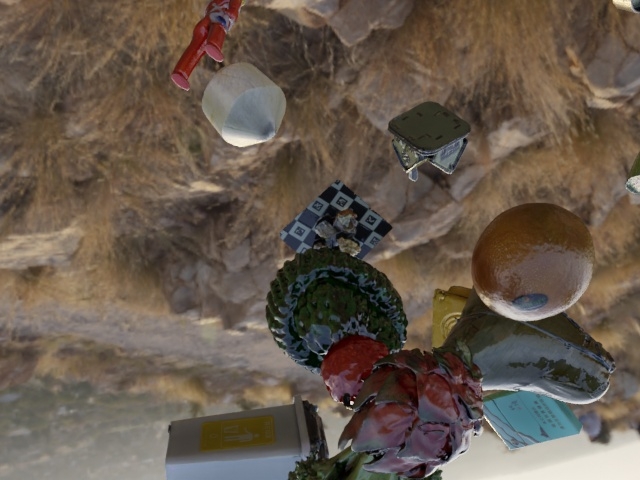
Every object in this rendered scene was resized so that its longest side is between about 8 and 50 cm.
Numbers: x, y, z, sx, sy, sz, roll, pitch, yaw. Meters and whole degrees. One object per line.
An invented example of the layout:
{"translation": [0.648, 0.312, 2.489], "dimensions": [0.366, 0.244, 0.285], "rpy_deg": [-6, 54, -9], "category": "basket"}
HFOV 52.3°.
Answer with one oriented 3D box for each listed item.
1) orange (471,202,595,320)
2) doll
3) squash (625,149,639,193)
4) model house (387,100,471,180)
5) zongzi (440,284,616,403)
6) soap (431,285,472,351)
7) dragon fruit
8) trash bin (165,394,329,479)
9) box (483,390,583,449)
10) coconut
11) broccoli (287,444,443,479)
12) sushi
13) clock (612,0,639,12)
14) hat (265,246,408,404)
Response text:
{"translation": [0.346, 0.038, 1.076], "dimensions": [0.206, 0.206, 0.206], "rpy_deg": [-12, 157, -5], "category": "orange"}
{"translation": [-0.252, -0.527, 1.574], "dimensions": [0.188, 0.384, 0.099], "rpy_deg": [-25, 132, 38], "category": "doll"}
{"translation": [0.470, -0.128, 0.868], "dimensions": [0.105, 0.132, 0.105], "rpy_deg": [13, 171, 2], "category": "squash"}
{"translation": [0.357, -0.270, 2.124], "dimensions": [0.205, 0.218, 0.278], "rpy_deg": [-30, 139, -16], "category": "model house"}
{"translation": [0.414, 0.283, 1.370], "dimensions": [0.393, 0.356, 0.174], "rpy_deg": [-49, 178, -32], "category": "zongzi"}
{"translation": [0.419, 0.238, 1.682], "dimensions": [0.096, 0.204, 0.324], "rpy_deg": [-7, -170, -30], "category": "soap"}
{"translation": [0.131, 0.232, 0.894], "dimensions": [0.182, 0.182, 0.189], "rpy_deg": [3, 154, -35], "category": "dragon fruit"}
{"translation": [-0.172, 0.548, 1.533], "dimensions": [0.368, 0.256, 0.296], "rpy_deg": [-1, 110, -8], "category": "trash bin"}
{"translation": [0.543, 0.460, 1.716], "dimensions": [0.041, 0.162, 0.229], "rpy_deg": [-38, -178, -43], "category": "box"}
{"translation": [-0.196, -0.350, 1.727], "dimensions": [0.202, 0.222, 0.202], "rpy_deg": [-34, 154, -19], "category": "coconut"}
{"translation": [0.086, 0.422, 1.074], "dimensions": [0.260, 0.235, 0.288], "rpy_deg": [-32, -178, 14], "category": "broccoli"}
{"translation": [0.033, -0.009, 1.495], "dimensions": [0.193, 0.040, 0.210], "rpy_deg": [40, 114, -14], "category": "sushi"}
{"translation": [0.829, -0.699, 1.610], "dimensions": [0.281, 0.055, 0.280], "rpy_deg": [-31, 143, -27], "category": "clock"}
{"translation": [0.045, 0.159, 1.173], "dimensions": [0.274, 0.332, 0.242], "rpy_deg": [12, 105, -13], "category": "hat"}
